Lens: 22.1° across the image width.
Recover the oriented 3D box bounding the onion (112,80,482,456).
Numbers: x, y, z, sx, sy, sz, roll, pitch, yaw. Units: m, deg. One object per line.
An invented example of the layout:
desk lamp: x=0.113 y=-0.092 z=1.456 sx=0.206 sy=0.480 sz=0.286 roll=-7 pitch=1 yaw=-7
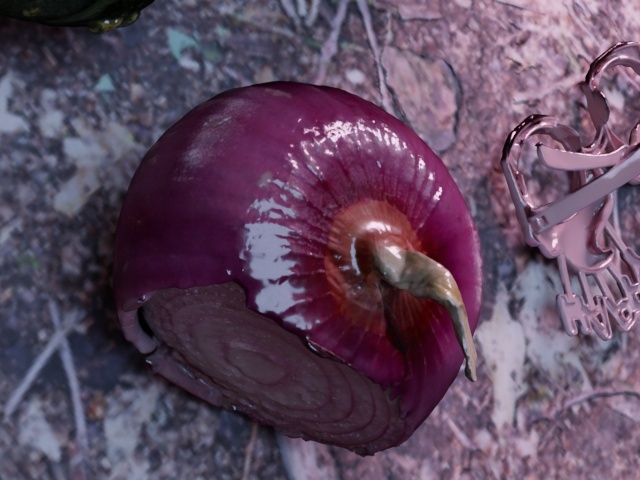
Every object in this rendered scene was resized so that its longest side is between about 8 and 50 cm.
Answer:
onion: x=-0.007 y=0.004 z=0.905 sx=0.207 sy=0.200 sz=0.201 roll=16 pitch=68 yaw=-6

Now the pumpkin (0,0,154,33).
pumpkin: x=-0.147 y=-0.206 z=0.880 sx=0.190 sy=0.146 sz=0.190 roll=34 pitch=33 yaw=-26

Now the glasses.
glasses: x=0.231 y=-0.043 z=1.112 sx=0.255 sy=0.095 sz=0.162 roll=-38 pitch=107 yaw=-31
